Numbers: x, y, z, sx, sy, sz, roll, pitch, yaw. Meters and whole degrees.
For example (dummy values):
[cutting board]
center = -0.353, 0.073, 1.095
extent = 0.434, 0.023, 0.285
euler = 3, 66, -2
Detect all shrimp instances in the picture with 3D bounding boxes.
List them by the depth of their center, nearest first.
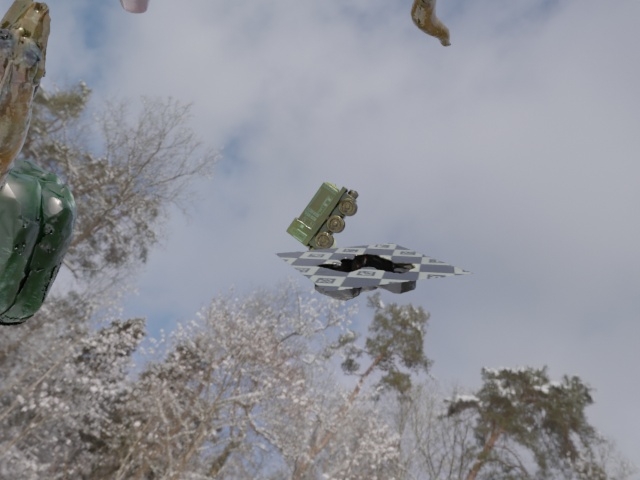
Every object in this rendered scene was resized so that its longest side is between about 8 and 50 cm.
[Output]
[shrimp]
center = -0.269, -0.117, 0.439
extent = 0.047, 0.126, 0.223
euler = 25, -53, -26

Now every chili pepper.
[chili pepper]
center = -0.524, -0.011, 0.801
extent = 0.248, 0.233, 0.257
euler = 30, -93, 15

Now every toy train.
[toy train]
center = 0.011, -0.071, 1.485
extent = 0.137, 0.090, 0.226
euler = 36, -86, 6

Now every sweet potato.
[sweet potato]
center = 0.249, -0.509, 1.167
extent = 0.069, 0.249, 0.060
euler = -1, -100, 25

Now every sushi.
[sushi]
center = 0.067, 0.055, 0.763
extent = 0.219, 0.231, 0.047
euler = -5, -78, -20

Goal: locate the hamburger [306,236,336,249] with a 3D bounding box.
[hamburger]
center = -0.001, -0.001, 1.616
extent = 0.121, 0.054, 0.084
euler = 31, -84, 15

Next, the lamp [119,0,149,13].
[lamp]
center = -0.558, -0.722, 1.249
extent = 0.300, 0.248, 0.247
euler = 14, -14, -21
